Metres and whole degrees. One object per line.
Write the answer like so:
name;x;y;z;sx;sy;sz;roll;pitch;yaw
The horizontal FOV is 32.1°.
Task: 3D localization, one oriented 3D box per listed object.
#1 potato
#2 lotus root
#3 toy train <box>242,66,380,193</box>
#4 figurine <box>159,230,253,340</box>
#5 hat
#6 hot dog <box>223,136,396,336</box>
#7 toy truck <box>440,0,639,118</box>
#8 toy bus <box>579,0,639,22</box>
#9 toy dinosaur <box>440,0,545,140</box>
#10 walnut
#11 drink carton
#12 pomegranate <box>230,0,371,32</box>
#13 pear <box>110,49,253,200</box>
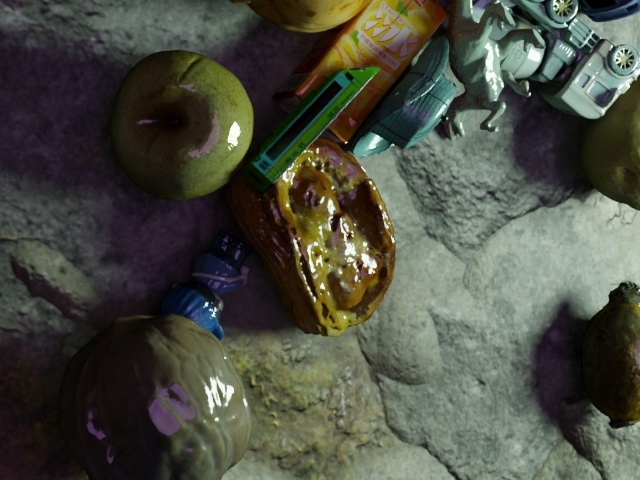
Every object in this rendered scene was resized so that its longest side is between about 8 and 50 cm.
potato;0.438;-0.142;1.521;0.157;0.157;0.194;23;90;-25
lotus root;0.422;0.160;1.552;0.120;0.120;0.209;-3;97;-25
toy train;-0.010;-0.142;1.275;0.042;0.044;0.209;43;66;-5
figurine;-0.132;0.055;1.305;0.077;0.079;0.136;25;86;17
hat;0.120;-0.163;1.376;0.078;0.138;0.191;36;73;6
hot dog;0.001;-0.002;1.337;0.175;0.114;0.259;-40;109;-31
toy truck;0.286;-0.256;1.468;0.257;0.108;0.140;35;93;-18
toy bus;0.426;-0.447;1.509;0.133;0.125;0.292;30;80;-23
toy dinosaur;0.187;-0.248;1.388;0.053;0.167;0.242;-50;121;-47
walnut;-0.184;0.186;1.214;0.224;0.224;0.224;-2;94;-25
drink carton;0.051;-0.228;1.375;0.096;0.071;0.223;43;75;-21
pomegranate;-0.027;-0.352;1.248;0.248;0.248;0.248;-2;94;-25
pear;-0.154;-0.129;1.241;0.167;0.136;0.167;1;94;14
